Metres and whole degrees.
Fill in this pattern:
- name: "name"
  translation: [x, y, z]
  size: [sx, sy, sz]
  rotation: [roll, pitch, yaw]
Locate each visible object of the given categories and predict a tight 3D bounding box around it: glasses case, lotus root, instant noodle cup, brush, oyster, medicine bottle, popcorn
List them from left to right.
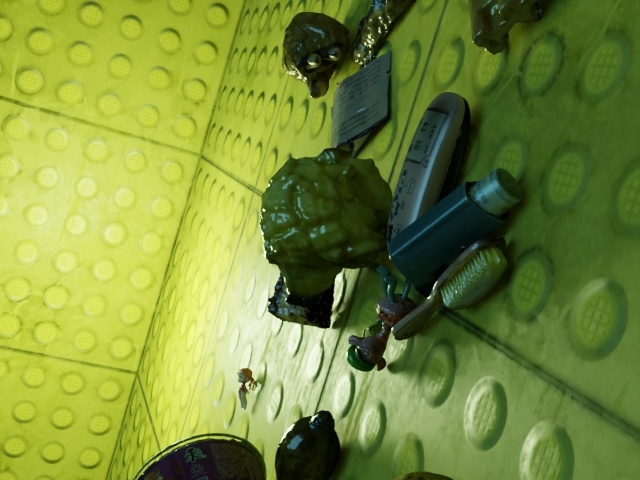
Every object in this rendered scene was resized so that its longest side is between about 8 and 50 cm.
- name: "instant noodle cup"
  translation: [-0.225, 0.623, 1.788]
  size: [0.266, 0.339, 0.340]
  rotation: [47, 121, 54]
- name: "lotus root"
  translation: [-0.024, 0.410, 1.640]
  size: [0.120, 0.120, 0.209]
  rotation: [-114, 41, -60]
- name: "popcorn"
  translation: [0.018, -0.040, 1.661]
  size: [0.293, 0.293, 0.237]
  rotation: [134, 148, -53]
- name: "oyster"
  translation: [0.144, -0.530, 1.938]
  size: [0.345, 0.078, 0.129]
  rotation: [132, 155, -56]
- name: "glasses case"
  translation: [0.189, -0.109, 1.505]
  size: [0.122, 0.075, 0.314]
  rotation: [33, 107, 66]
- name: "brush"
  translation: [0.201, 0.100, 1.354]
  size: [0.313, 0.072, 0.067]
  rotation: [-53, 43, 47]
- name: "medicine bottle"
  translation: [0.215, -0.011, 1.347]
  size: [0.258, 0.124, 0.079]
  rotation: [-42, 28, 36]

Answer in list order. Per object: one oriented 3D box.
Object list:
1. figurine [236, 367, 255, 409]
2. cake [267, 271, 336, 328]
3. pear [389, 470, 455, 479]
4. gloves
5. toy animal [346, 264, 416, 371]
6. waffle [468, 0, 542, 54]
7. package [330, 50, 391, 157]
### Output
- name: "figurine"
  translation: [-0.198, 0.389, 2.216]
  size: [0.064, 0.047, 0.109]
  rotation: [-16, 70, 58]
- name: "cake"
  translation: [-0.013, 0.077, 1.859]
  size: [0.112, 0.135, 0.246]
  rotation: [7, 64, 31]
- name: "pear"
  translation: [0.143, 0.406, 1.140]
  size: [0.178, 0.178, 0.178]
  rotation: [-165, 90, -70]
- name: "gloves"
  translation: [-0.022, -0.481, 2.166]
  size: [0.356, 0.155, 0.203]
  rotation: [-113, 32, -69]
- name: "toy animal"
  translation: [0.115, 0.139, 1.523]
  size: [0.103, 0.100, 0.208]
  rotation: [-66, -7, -63]
- name: "waffle"
  translation: [0.347, -0.510, 1.375]
  size: [0.348, 0.077, 0.304]
  rotation: [129, 150, -47]
- name: "package"
  translation: [0.079, -0.297, 1.952]
  size: [0.251, 0.062, 0.204]
  rotation: [-41, 40, 50]
